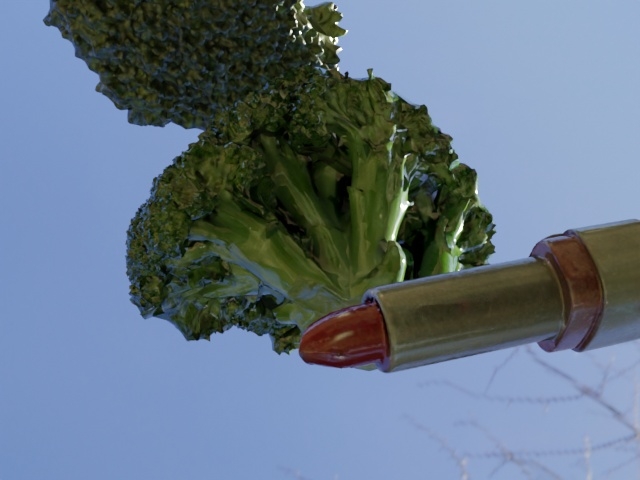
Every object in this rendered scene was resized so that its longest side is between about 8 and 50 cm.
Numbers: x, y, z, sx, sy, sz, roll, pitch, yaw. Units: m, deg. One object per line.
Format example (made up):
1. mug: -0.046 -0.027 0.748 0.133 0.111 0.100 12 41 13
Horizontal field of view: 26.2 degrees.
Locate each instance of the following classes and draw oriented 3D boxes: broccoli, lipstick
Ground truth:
1. broccoli: 0.000 0.000 1.053 0.294 0.265 0.245 3 -149 -12
2. broccoli: -0.103 -0.264 1.293 0.375 0.249 0.302 45 -147 -18
3. lipstick: 0.075 0.033 0.674 0.186 0.063 0.057 -9 -124 -17
